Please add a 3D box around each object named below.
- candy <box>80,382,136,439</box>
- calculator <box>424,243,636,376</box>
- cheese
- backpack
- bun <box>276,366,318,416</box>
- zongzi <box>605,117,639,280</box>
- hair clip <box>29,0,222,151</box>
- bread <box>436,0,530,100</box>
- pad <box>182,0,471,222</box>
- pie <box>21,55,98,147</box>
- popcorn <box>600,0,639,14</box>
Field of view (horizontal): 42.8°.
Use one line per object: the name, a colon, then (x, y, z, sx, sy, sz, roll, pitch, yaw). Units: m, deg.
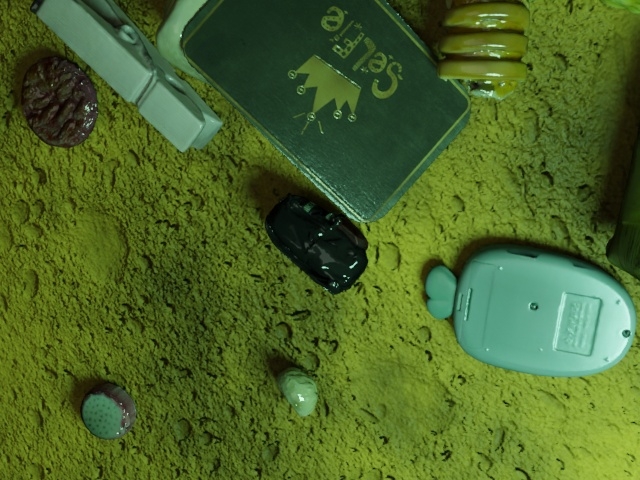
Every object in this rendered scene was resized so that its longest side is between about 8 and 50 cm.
candy: (-0.380, 0.306, 1.459, 0.103, 0.043, 0.103, 4, 103, 19)
calculator: (0.292, 0.101, 1.166, 0.299, 0.041, 0.185, 11, 106, 16)
cheese: (-0.111, -0.299, 1.175, 0.248, 0.251, 0.173, 27, 99, -26)
backpack: (-0.002, -0.001, 1.216, 0.165, 0.120, 0.106, 44, 91, 6)
bun: (-0.032, 0.237, 1.301, 0.055, 0.086, 0.086, -33, 89, -8)
zongzi: (0.533, -0.065, 1.010, 0.300, 0.145, 0.273, 9, 100, 1)
hair clip: (-0.296, -0.272, 1.271, 0.331, 0.101, 0.085, 47, 109, 2)
bread: (0.216, -0.274, 1.077, 0.119, 0.084, 0.177, 3, 95, 4)
pad: (0.049, -0.236, 1.065, 0.375, 0.063, 0.315, 42, 87, -21)
pie: (-0.438, -0.229, 1.363, 0.154, 0.036, 0.154, 4, 102, 20)
popcorn: (0.411, -0.410, 0.879, 0.279, 0.274, 0.335, 17, 106, -12)
